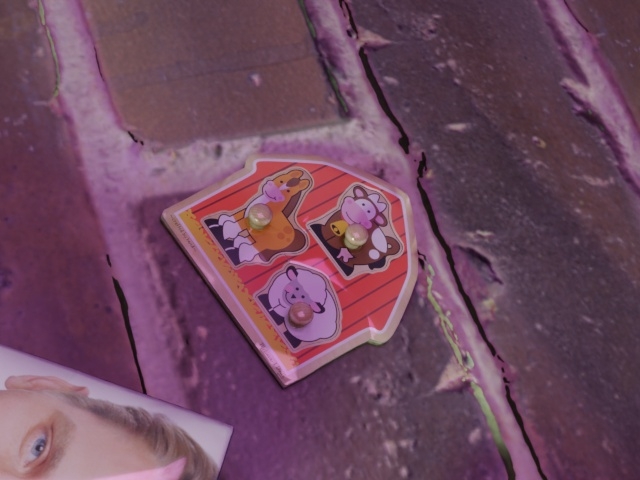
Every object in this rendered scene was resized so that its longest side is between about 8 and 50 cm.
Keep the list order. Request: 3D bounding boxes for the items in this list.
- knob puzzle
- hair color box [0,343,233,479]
[{"bbox_3d":[0.000,0.000,0.790,0.213,0.030,0.213,7,60,-13],"label":"knob puzzle"},{"bbox_3d":[-0.246,0.144,0.591,0.347,0.105,0.173,20,58,-6],"label":"hair color box"}]
